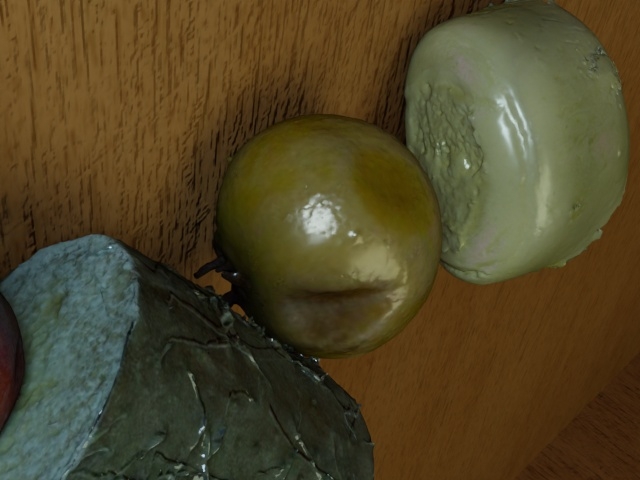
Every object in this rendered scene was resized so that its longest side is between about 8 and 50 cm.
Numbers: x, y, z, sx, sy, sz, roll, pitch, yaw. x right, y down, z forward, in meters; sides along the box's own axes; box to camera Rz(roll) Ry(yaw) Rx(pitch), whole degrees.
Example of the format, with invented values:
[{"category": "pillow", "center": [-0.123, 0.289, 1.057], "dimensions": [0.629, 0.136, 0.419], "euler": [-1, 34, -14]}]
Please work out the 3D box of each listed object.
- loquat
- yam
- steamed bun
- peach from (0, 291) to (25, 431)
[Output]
[{"category": "loquat", "center": [0.001, -0.001, 1.026], "dimensions": [0.213, 0.213, 0.213], "euler": [-41, 155, -24]}, {"category": "yam", "center": [-0.117, 0.154, 0.892], "dimensions": [0.241, 0.241, 0.348], "euler": [-53, 138, 3]}, {"category": "steamed bun", "center": [0.206, -0.102, 1.183], "dimensions": [0.232, 0.166, 0.273], "euler": [-12, 102, -36]}, {"category": "peach", "center": [-0.257, 0.070, 0.748], "dimensions": [0.152, 0.152, 0.152], "euler": [-41, 155, -24]}]
